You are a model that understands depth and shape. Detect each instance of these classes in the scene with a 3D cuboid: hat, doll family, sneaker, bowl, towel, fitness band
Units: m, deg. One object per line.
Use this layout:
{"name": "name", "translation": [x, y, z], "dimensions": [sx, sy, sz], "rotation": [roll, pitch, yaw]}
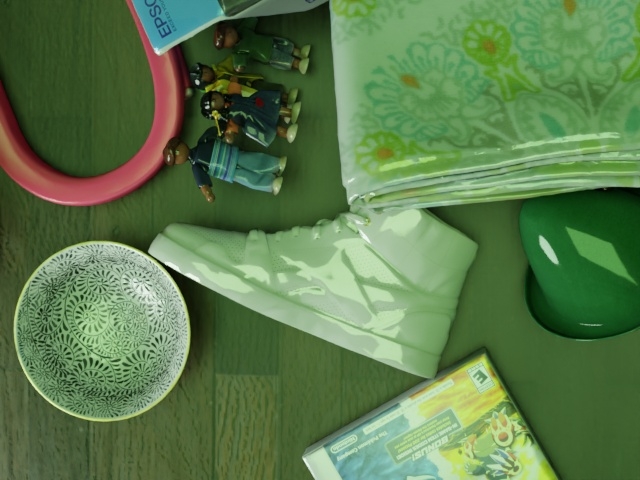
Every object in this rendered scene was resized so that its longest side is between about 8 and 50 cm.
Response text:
{"name": "hat", "translation": [0.205, -0.033, 1.298], "dimensions": [0.208, 0.183, 0.173], "rotation": [-1, 53, 44]}
{"name": "doll family", "translation": [-0.079, -0.123, 1.385], "dimensions": [0.111, 0.193, 0.076], "rotation": [15, 139, -11]}
{"name": "sneaker", "translation": [0.000, 0.000, 1.395], "dimensions": [0.292, 0.108, 0.169], "rotation": [21, 92, -3]}
{"name": "bowl", "translation": [-0.200, 0.083, 1.427], "dimensions": [0.170, 0.080, 0.170], "rotation": [0, 93, 6]}
{"name": "towel", "translation": [0.165, -0.209, 1.313], "dimensions": [0.320, 0.090, 0.375], "rotation": [-5, 69, 5]}
{"name": "fitness band", "translation": [-0.243, -0.177, 1.437], "dimensions": [0.209, 0.054, 0.291], "rotation": [-21, 89, 10]}

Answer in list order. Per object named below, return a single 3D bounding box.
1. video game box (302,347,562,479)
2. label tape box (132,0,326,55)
{"name": "video game box", "translation": [0.115, 0.233, 1.415], "dimensions": [0.205, 0.048, 0.187], "rotation": [-31, 92, 7]}
{"name": "label tape box", "translation": [-0.023, -0.337, 1.257], "dimensions": [0.347, 0.115, 0.249], "rotation": [-26, 84, 16]}
